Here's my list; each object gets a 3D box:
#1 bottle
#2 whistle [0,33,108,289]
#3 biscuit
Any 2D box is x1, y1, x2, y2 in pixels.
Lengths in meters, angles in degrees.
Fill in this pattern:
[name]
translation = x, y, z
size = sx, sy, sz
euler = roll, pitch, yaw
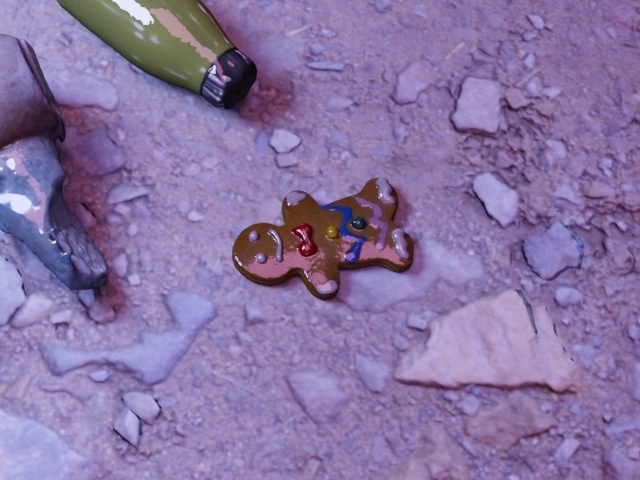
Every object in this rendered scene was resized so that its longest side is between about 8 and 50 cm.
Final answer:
[bottle]
translation = -0.190, -0.253, 1.825
size = 0.260, 0.112, 0.112
euler = 38, 67, 14
[whistle]
translation = -0.352, -0.086, 1.711
size = 0.189, 0.189, 0.347
euler = -27, 82, -16
[biscuit]
translation = 0.000, 0.000, 1.760
size = 0.205, 0.031, 0.138
euler = -12, 65, -8
